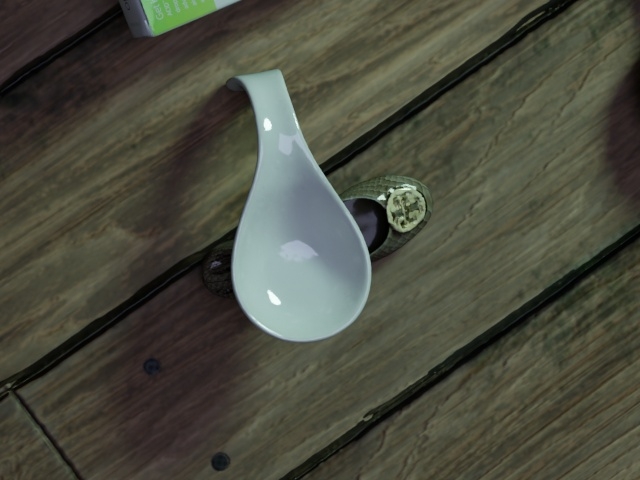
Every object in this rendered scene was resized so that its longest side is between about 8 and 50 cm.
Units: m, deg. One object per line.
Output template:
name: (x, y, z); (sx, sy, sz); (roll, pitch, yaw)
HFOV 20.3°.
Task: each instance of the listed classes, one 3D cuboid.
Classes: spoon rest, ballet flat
spoon rest: (-0.034, -0.037, 1.731); (0.137, 0.084, 0.276); (-12, 82, -11)
ballet flat: (0.000, 0.000, 1.798); (0.250, 0.058, 0.084); (-18, 101, -9)

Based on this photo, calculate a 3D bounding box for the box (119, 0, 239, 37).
box: (-0.074, -0.354, 1.688); (0.322, 0.058, 0.232); (-26, 104, -24)
